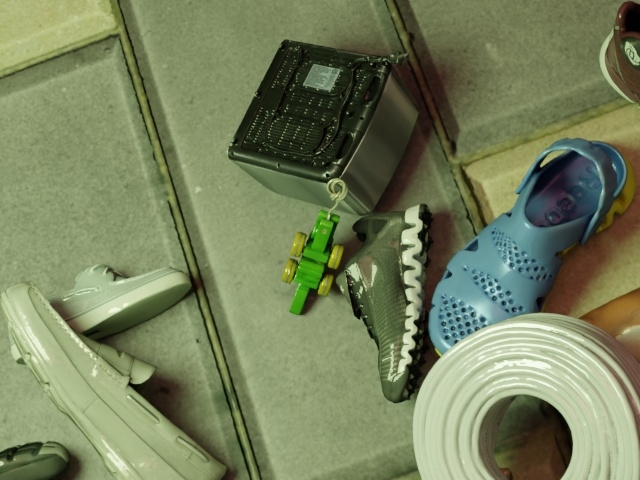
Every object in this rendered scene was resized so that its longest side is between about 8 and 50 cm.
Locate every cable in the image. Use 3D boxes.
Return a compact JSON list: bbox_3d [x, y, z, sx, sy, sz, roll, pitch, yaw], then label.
[{"bbox_3d":[0.211,0.201,1.287,0.257,0.089,0.257,-16,81,31],"label":"cable"}]

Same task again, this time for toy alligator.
[{"bbox_3d":[0.000,0.000,1.493,0.056,0.190,0.051,18,31,-1],"label":"toy alligator"}]

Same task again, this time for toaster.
[{"bbox_3d":[0.012,-0.133,1.524,0.185,0.110,0.168,15,74,35],"label":"toaster"}]

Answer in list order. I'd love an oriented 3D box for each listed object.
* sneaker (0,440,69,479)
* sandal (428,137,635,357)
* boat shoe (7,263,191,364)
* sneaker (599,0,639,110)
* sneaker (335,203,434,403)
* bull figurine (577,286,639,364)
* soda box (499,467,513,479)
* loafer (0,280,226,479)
[{"bbox_3d":[-0.398,0.310,1.485,0.267,0.101,0.106,-24,91,0],"label":"sneaker"},{"bbox_3d":[0.226,0.000,1.443,0.126,0.138,0.317,34,82,17],"label":"sandal"},{"bbox_3d":[-0.265,0.069,1.537,0.227,0.079,0.081,-23,73,5],"label":"boat shoe"},{"bbox_3d":[0.417,-0.161,1.448,0.106,0.162,0.281,-45,69,-6],"label":"sneaker"},{"bbox_3d":[0.069,0.070,1.481,0.106,0.078,0.234,-1,67,13],"label":"sneaker"},{"bbox_3d":[0.368,0.090,1.381,0.310,0.188,0.101,-31,107,7],"label":"bull figurine"},{"bbox_3d":[0.167,0.329,1.378,0.058,0.061,0.181,2,71,12],"label":"soda box"},{"bbox_3d":[-0.233,0.167,1.461,0.111,0.112,0.319,-38,91,-16],"label":"loafer"}]
